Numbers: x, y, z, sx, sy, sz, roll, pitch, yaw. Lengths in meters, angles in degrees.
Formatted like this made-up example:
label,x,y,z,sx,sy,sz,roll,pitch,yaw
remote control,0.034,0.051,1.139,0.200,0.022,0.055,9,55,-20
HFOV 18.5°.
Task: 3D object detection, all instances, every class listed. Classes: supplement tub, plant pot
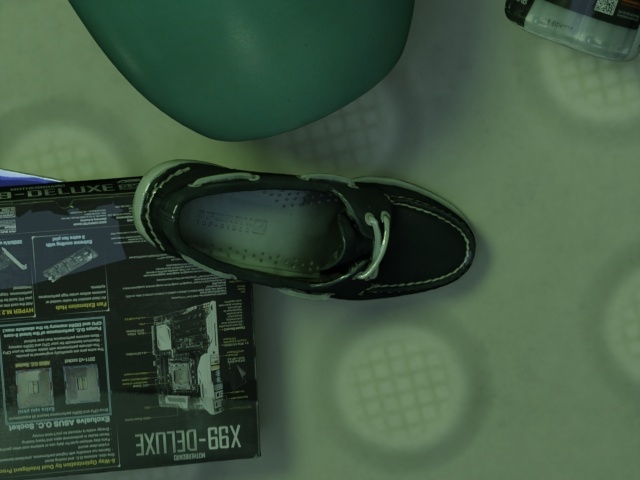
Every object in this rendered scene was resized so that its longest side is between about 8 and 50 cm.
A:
label,x,y,z,sx,sy,sz,roll,pitch,yaw
supplement tub,0.229,-0.247,1.557,0.117,0.117,0.190,20,104,1
plant pot,-0.060,-0.220,1.514,0.293,0.293,0.235,-19,117,9

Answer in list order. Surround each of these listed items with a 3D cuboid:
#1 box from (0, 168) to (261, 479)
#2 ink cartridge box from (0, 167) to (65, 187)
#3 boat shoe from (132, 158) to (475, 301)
label,x,y,z,sx,sy,sz,roll,pitch,yaw
box,-0.208,0.074,1.651,0.308,0.076,0.242,-5,103,-9
ink cartridge box,-0.338,0.032,1.708,0.206,0.045,0.208,10,101,3
boat shoe,0.000,0.000,1.596,0.303,0.091,0.114,3,100,-22
